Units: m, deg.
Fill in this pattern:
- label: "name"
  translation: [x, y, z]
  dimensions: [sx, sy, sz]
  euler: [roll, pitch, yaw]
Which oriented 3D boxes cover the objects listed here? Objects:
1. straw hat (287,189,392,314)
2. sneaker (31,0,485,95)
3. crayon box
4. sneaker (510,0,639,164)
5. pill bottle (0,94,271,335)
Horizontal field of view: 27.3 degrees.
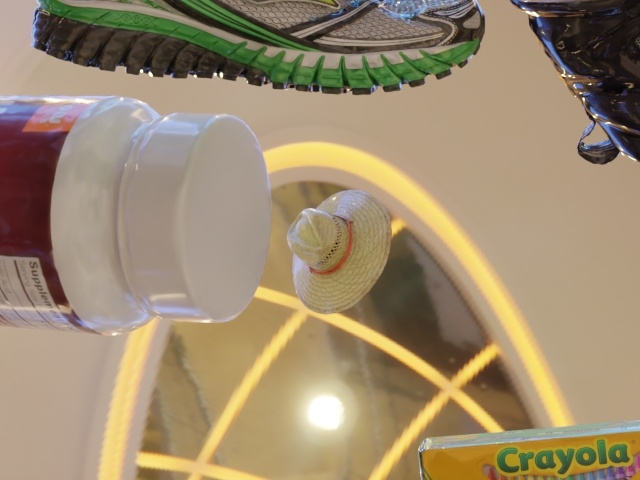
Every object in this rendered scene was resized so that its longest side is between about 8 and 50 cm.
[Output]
- label: "straw hat"
  translation: [0.000, 0.000, 1.349]
  dimensions: [0.061, 0.144, 0.144]
  euler: [30, -99, -40]
- label: "sneaker"
  translation: [-0.036, -0.188, 0.987]
  dimensions: [0.343, 0.134, 0.146]
  euler: [5, -78, -15]
- label: "crayon box"
  translation: [0.243, 0.266, 1.282]
  dimensions: [0.278, 0.081, 0.165]
  euler: [-7, -91, 8]
- label: "sneaker"
  translation: [0.224, -0.110, 0.604]
  dimensions: [0.153, 0.268, 0.101]
  euler: [66, -147, -23]
- label: "pill bottle"
  translation: [-0.261, -0.027, 1.251]
  dimensions: [0.224, 0.392, 0.224]
  euler: [2, -90, -69]
